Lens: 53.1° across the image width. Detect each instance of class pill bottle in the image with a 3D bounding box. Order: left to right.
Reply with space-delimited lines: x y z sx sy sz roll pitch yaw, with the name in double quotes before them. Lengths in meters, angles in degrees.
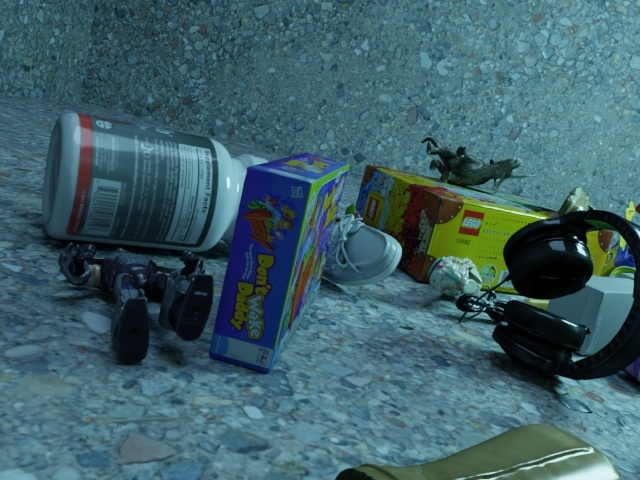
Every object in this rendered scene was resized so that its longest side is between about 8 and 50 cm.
"pill bottle" -0.277 -0.088 1.117 0.363 0.210 0.210 7 14 -31

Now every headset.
"headset" 0.367 0.095 1.006 0.185 0.243 0.394 19 -17 -26

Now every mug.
"mug" 0.425 0.133 1.239 0.064 0.062 0.078 9 -23 15

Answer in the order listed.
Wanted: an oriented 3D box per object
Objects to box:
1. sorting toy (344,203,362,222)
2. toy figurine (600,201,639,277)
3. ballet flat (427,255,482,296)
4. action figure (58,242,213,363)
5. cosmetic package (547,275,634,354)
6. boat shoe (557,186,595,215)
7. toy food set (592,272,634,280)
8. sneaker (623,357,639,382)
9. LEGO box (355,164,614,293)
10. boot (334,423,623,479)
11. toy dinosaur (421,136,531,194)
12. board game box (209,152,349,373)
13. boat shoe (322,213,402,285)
"sorting toy" 0.037 -0.003 1.416 0.126 0.127 0.365 -16 8 4
"toy figurine" 0.817 0.096 1.706 0.191 0.217 0.362 28 57 3
"ballet flat" 0.272 0.080 1.247 0.077 0.091 0.241 32 11 23
"action figure" -0.227 0.053 0.811 0.185 0.099 0.285 -3 15 -28
"cosmetic package" 0.536 0.138 1.197 0.238 0.127 0.107 2 16 -37
"boat shoe" 0.603 -0.074 1.492 0.072 0.068 0.190 32 29 17
"toy food set" 0.634 0.118 1.419 0.232 0.111 0.104 3 17 -32
"sneaker" 0.586 0.197 1.082 0.236 0.095 0.104 6 7 -29
"LEGO box" 0.384 -0.021 1.581 0.500 0.193 0.372 8 14 -24
"boot" 0.175 0.224 0.502 0.269 0.089 0.236 5 15 -39
"toy dinosaur" 0.360 -0.185 1.637 0.160 0.121 0.313 20 2 -34
"board game box" -0.043 0.006 0.893 0.078 0.233 0.347 15 13 6
"boat shoe" 0.000 -0.003 1.191 0.320 0.118 0.103 19 -15 38
